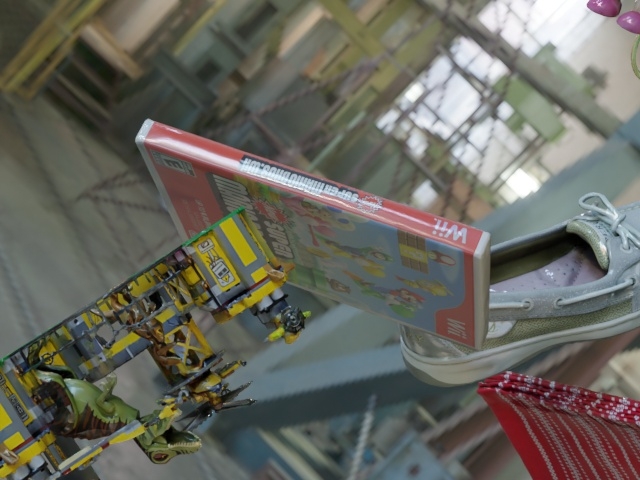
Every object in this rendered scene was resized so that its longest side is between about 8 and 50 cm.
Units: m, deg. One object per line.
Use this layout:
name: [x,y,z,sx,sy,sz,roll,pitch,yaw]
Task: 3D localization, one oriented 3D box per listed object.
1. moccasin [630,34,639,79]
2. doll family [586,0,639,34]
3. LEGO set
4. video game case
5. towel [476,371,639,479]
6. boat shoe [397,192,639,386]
moccasin: [0.404,-0.231,1.406,0.380,0.147,0.139,-112,-171,-55]
doll family: [0.311,-0.194,0.910,0.118,0.163,0.263,-19,46,-41]
LEGO set: [-0.140,0.140,0.999,0.255,0.331,0.192,-29,-85,50]
video game case: [0.000,0.000,1.094,0.285,0.025,0.204,19,-21,15]
towel: [0.297,0.224,1.351,0.275,0.031,0.199,8,-42,50]
boat shoe: [0.218,0.029,1.239,0.118,0.320,0.103,-120,-168,-52]
